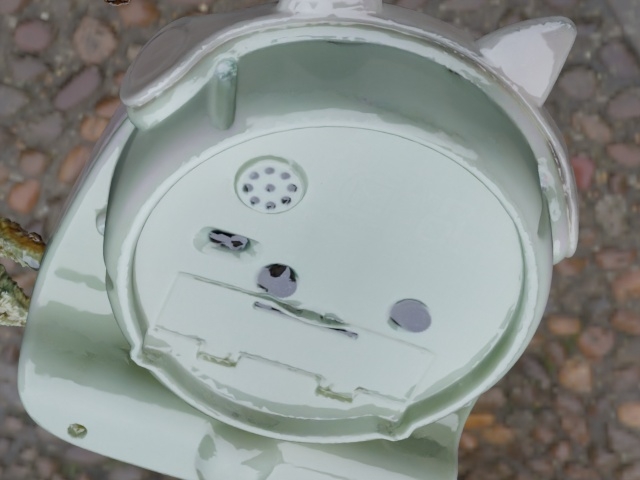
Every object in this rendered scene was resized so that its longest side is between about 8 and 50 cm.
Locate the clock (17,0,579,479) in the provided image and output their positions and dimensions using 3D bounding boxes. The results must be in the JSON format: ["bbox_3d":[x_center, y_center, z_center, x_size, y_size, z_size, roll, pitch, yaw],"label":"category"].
[{"bbox_3d":[0.000,0.000,0.757,0.265,0.109,0.324,18,126,-12],"label":"clock"}]

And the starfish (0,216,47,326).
[{"bbox_3d":[-0.334,0.020,0.949,0.357,0.078,0.347,-1,174,-16],"label":"starfish"}]

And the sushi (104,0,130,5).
[{"bbox_3d":[-0.177,-0.328,1.321,0.296,0.179,0.167,-21,115,31],"label":"sushi"}]
